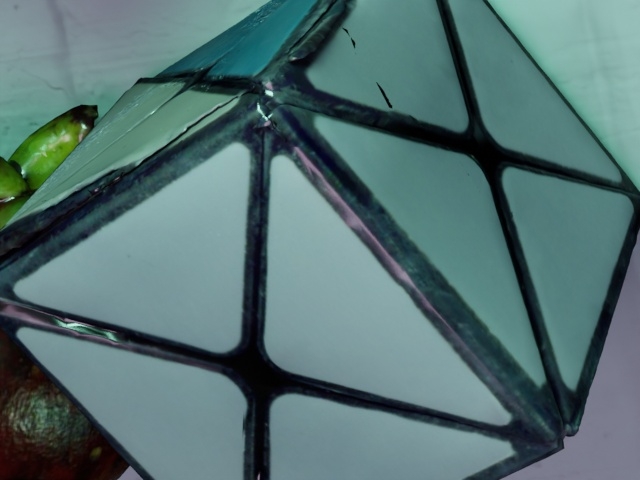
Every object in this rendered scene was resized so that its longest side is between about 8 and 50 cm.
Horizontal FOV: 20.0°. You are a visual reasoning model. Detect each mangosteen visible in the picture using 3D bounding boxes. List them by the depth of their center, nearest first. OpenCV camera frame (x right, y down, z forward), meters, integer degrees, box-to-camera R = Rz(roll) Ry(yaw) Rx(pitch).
[{"bbox_3d":[-0.256,0.075,1.388,0.311,0.311,0.311,9,122,15],"label":"mangosteen"}]

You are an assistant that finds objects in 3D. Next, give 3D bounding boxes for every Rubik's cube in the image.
[{"bbox_3d":[0.000,0.000,1.237,0.307,0.305,0.310,-30,109,34],"label":"Rubik's cube"}]
